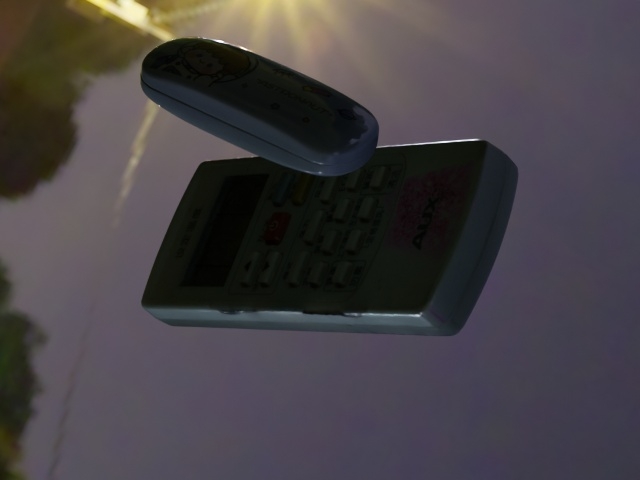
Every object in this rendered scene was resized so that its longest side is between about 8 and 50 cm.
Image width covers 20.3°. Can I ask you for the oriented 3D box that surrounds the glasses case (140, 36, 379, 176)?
[{"bbox_3d":[-0.043,-0.093,1.218,0.067,0.178,0.045,-40,146,-44],"label":"glasses case"}]

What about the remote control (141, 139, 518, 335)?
[{"bbox_3d":[-0.001,0.000,1.349,0.344,0.050,0.145,-3,-120,49],"label":"remote control"}]
